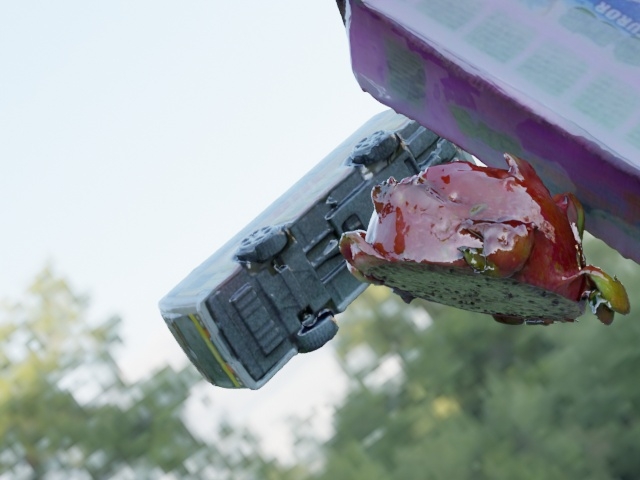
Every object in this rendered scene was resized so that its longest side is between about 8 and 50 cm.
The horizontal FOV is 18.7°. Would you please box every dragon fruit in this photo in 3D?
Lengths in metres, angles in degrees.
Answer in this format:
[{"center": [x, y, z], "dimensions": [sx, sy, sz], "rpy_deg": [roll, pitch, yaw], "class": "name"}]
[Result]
[{"center": [0.071, -0.004, 0.888], "dimensions": [0.126, 0.112, 0.068], "rpy_deg": [-4, 69, 54], "class": "dragon fruit"}]

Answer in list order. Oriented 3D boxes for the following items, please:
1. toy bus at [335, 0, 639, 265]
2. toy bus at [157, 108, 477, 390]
[{"center": [0.131, -0.077, 0.946], "dimensions": [0.112, 0.274, 0.090], "rpy_deg": [-37, -36, -26], "class": "toy bus"}, {"center": [0.000, 0.000, 1.381], "dimensions": [0.268, 0.092, 0.106], "rpy_deg": [-42, 19, -31], "class": "toy bus"}]
